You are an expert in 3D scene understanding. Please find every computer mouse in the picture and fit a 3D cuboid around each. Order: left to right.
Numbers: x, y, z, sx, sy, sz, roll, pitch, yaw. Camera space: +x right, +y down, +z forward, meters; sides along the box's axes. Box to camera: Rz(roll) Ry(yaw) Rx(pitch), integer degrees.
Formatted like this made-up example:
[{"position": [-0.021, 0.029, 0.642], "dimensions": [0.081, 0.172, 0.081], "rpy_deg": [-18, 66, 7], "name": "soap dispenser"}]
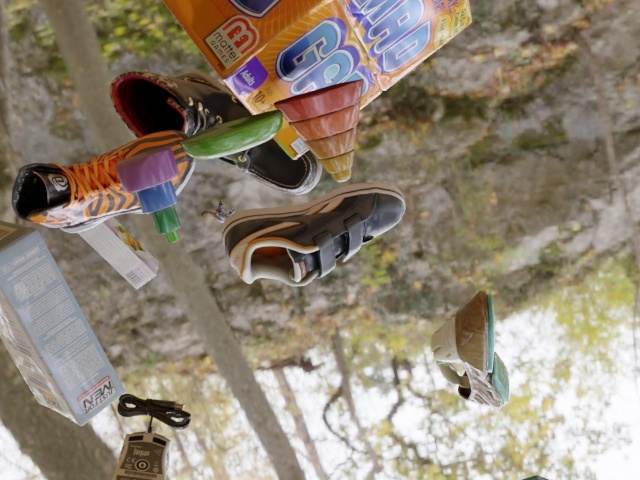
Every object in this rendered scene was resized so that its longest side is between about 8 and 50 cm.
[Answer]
[{"position": [-0.238, 0.290, 1.304], "dimensions": [0.106, 0.042, 0.193], "rpy_deg": [11, -143, -5], "name": "computer mouse"}]

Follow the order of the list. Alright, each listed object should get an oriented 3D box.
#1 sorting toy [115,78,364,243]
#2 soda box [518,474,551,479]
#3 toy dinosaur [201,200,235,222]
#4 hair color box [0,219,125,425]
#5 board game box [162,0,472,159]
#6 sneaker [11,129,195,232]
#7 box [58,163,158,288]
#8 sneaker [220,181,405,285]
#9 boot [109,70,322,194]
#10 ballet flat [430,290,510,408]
[{"position": [-0.073, -0.091, 1.177], "dimensions": [0.365, 0.126, 0.127], "rpy_deg": [-28, -163, -38], "name": "sorting toy"}, {"position": [0.248, 0.401, 1.387], "dimensions": [0.210, 0.067, 0.071], "rpy_deg": [-30, -131, 37], "name": "soda box"}, {"position": [-0.216, -0.052, 2.188], "dimensions": [0.090, 0.082, 0.047], "rpy_deg": [-8, -131, 4], "name": "toy dinosaur"}, {"position": [-0.528, 0.152, 1.814], "dimensions": [0.113, 0.375, 0.185], "rpy_deg": [-37, -151, -31], "name": "hair color box"}, {"position": [-0.042, -0.401, 1.388], "dimensions": [0.356, 0.356, 0.356], "rpy_deg": [-38, -107, 3], "name": "board game box"}, {"position": [-0.368, -0.092, 1.591], "dimensions": [0.321, 0.125, 0.180], "rpy_deg": [-26, 169, 21], "name": "sneaker"}, {"position": [-0.487, -0.027, 2.133], "dimensions": [0.067, 0.324, 0.063], "rpy_deg": [-36, -154, 15], "name": "box"}, {"position": [0.000, 0.000, 1.633], "dimensions": [0.321, 0.126, 0.128], "rpy_deg": [-14, -132, -6], "name": "sneaker"}, {"position": [-0.200, -0.209, 1.851], "dimensions": [0.377, 0.138, 0.284], "rpy_deg": [40, -161, 17], "name": "boot"}, {"position": [0.268, 0.207, 1.757], "dimensions": [0.124, 0.342, 0.116], "rpy_deg": [-3, -123, 15], "name": "ballet flat"}]
